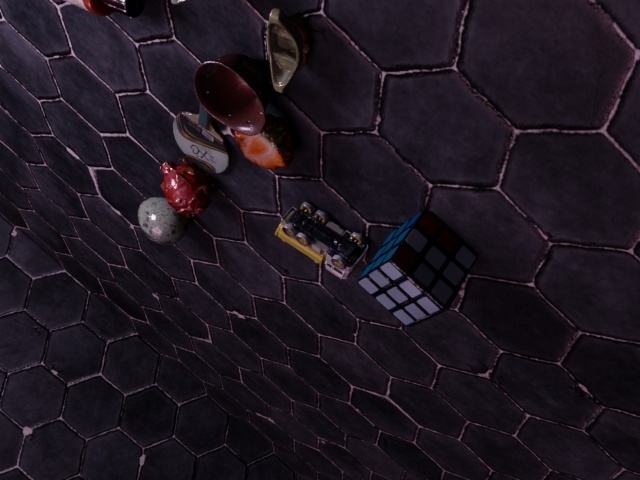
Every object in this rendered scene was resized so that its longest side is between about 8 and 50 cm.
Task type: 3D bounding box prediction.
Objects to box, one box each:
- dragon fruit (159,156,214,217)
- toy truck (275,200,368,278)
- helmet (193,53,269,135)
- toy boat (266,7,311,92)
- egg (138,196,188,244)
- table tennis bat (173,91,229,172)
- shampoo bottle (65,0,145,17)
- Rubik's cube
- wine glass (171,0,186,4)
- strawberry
[{"bbox_3d":[-0.355,-0.141,1.819,0.166,0.136,0.133,48,-170,-3],"label":"dragon fruit"},{"bbox_3d":[0.000,0.000,1.652,0.226,0.098,0.114,33,153,15],"label":"toy truck"},{"bbox_3d":[-0.157,-0.308,1.393,0.175,0.106,0.155,45,144,-8],"label":"helmet"},{"bbox_3d":[-0.063,-0.357,1.263,0.089,0.071,0.185,27,148,18],"label":"toy boat"},{"bbox_3d":[-0.469,-0.062,2.034,0.172,0.132,0.132,39,152,26],"label":"egg"},{"bbox_3d":[-0.285,-0.264,1.677,0.173,0.022,0.301,36,152,3],"label":"table tennis bat"},{"bbox_3d":[-0.488,-0.538,1.442,0.278,0.104,0.104,27,148,20],"label":"shampoo bottle"},{"bbox_3d":[0.204,0.062,1.451,0.163,0.162,0.160,42,149,-4],"label":"Rubik's cube"},{"bbox_3d":[-0.271,-0.542,1.189,0.126,0.126,0.241,5,137,44],"label":"wine glass"},{"bbox_3d":[-0.119,-0.215,1.509,0.146,0.082,0.187,51,154,-10],"label":"strawberry"}]
